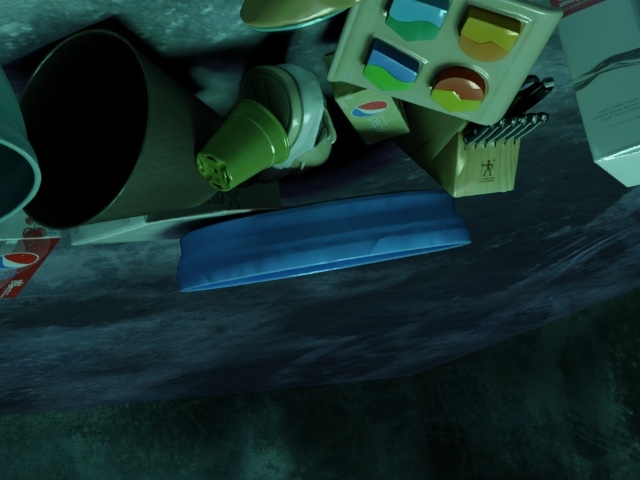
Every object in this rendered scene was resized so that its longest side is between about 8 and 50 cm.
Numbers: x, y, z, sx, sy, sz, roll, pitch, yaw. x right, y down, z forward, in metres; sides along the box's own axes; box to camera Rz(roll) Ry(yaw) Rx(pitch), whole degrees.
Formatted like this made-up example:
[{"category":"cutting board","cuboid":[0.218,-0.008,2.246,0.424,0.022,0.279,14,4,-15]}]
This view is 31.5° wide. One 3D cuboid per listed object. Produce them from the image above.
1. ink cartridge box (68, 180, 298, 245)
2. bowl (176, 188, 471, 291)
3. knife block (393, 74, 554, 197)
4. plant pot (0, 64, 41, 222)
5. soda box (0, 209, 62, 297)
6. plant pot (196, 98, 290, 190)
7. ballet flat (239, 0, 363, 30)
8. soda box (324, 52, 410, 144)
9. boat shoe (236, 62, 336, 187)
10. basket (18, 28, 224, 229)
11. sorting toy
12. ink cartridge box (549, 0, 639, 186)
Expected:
[{"category":"ink cartridge box","cuboid":[-0.139,-0.049,1.497,0.261,0.066,0.296,-12,176,33]},{"category":"bowl","cuboid":[0.000,0.000,1.504,0.391,0.077,0.391,-9,177,0]},{"category":"knife block","cuboid":[0.187,-0.190,1.420,0.088,0.242,0.276,-7,-152,-19]},{"category":"plant pot","cuboid":[-0.392,-0.120,0.926,0.293,0.196,0.293,-12,165,-3]},{"category":"soda box","cuboid":[-0.431,0.004,1.542,0.092,0.084,0.263,-3,162,-30]},{"category":"plant pot","cuboid":[-0.089,-0.095,1.213,0.079,0.083,0.083,-43,-178,-32]},{"category":"ballet flat","cuboid":[0.032,-0.260,1.062,0.232,0.080,0.073,-15,137,-3]},{"category":"soda box","cuboid":[0.059,-0.174,1.374,0.061,0.058,0.181,-16,164,10]},{"category":"boat shoe","cuboid":[-0.038,-0.139,1.342,0.103,0.113,0.302,-10,175,-17]},{"category":"basket","cuboid":[-0.198,-0.106,1.220,0.154,0.204,0.227,24,-173,20]},{"category":"sorting toy","cuboid":[0.124,-0.199,1.193,0.208,0.038,0.193,13,147,-7]},{"category":"ink cartridge box","cuboid":[0.341,-0.184,1.277,0.092,0.218,0.158,-20,163,24]}]
